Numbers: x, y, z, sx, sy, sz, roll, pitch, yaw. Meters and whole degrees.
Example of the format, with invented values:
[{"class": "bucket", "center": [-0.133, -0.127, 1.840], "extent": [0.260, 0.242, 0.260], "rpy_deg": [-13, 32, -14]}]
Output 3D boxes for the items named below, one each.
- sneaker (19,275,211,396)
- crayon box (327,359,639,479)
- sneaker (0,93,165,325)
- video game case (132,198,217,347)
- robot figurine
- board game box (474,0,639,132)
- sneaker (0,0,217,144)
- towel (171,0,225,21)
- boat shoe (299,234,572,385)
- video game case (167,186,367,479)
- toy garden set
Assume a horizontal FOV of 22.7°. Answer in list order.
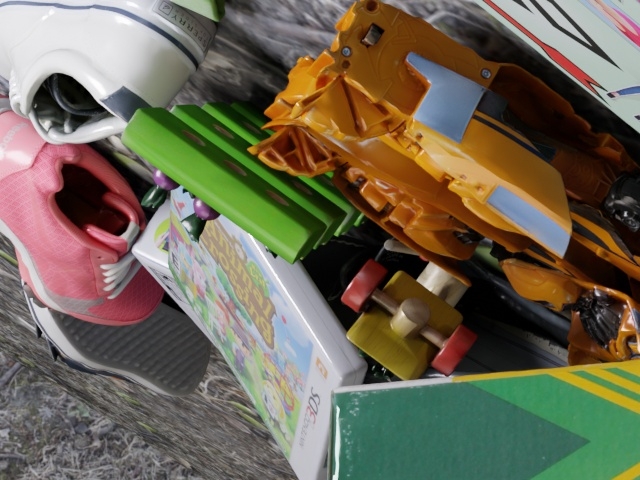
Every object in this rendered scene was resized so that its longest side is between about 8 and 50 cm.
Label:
[{"class": "sneaker", "center": [-0.241, 0.072, 1.650], "extent": [0.127, 0.126, 0.321], "rpy_deg": [15, 160, 30]}, {"class": "crayon box", "center": [0.190, 0.122, 0.788], "extent": [0.323, 0.083, 0.203], "rpy_deg": [-9, 156, 27]}, {"class": "sneaker", "center": [-0.201, -0.001, 1.375], "extent": [0.136, 0.116, 0.314], "rpy_deg": [19, 160, 33]}, {"class": "video game case", "center": [-0.006, 0.088, 1.381], "extent": [0.244, 0.061, 0.269], "rpy_deg": [24, 163, 29]}, {"class": "robot figurine", "center": [0.111, -0.009, 0.822], "extent": [0.291, 0.085, 0.211], "rpy_deg": [33, 167, -7]}, {"class": "board game box", "center": [0.129, -0.109, 0.558], "extent": [0.317, 0.046, 0.213], "rpy_deg": [36, 165, -15]}, {"class": "sneaker", "center": [-0.165, -0.111, 1.010], "extent": [0.094, 0.091, 0.258], "rpy_deg": [39, 162, -26]}, {"class": "towel", "center": [-0.122, -0.179, 0.866], "extent": [0.152, 0.023, 0.113], "rpy_deg": [26, 166, 11]}, {"class": "boat shoe", "center": [0.067, 0.050, 1.041], "extent": [0.340, 0.127, 0.113], "rpy_deg": [36, 146, 45]}, {"class": "video game case", "center": [-0.043, 0.047, 1.068], "extent": [0.212, 0.023, 0.193], "rpy_deg": [57, 158, 23]}, {"class": "toy garden set", "center": [0.000, 0.000, 0.900], "extent": [0.204, 0.049, 0.244], "rpy_deg": [36, -169, 6]}]
